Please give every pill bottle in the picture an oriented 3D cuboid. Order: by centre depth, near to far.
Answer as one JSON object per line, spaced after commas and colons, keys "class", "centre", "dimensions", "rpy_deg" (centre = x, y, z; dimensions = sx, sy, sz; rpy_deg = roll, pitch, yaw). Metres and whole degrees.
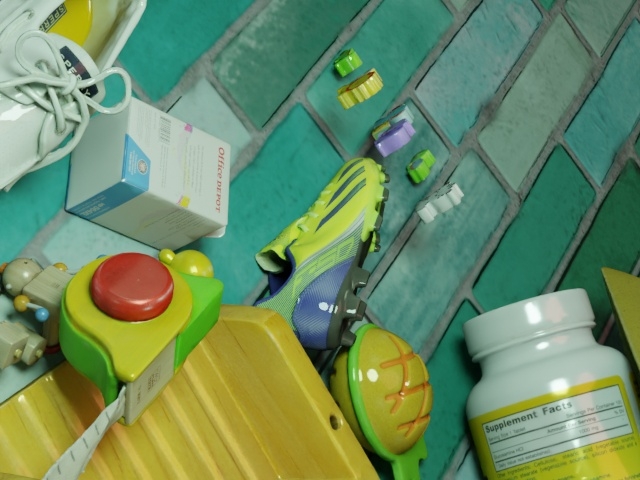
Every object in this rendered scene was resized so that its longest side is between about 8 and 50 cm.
{"class": "pill bottle", "centre": [0.265, 0.230, 1.908], "dimensions": [0.188, 0.188, 0.334], "rpy_deg": [-4, 75, -47]}

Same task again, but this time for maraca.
{"class": "maraca", "centre": [0.069, 0.169, 1.804], "dimensions": [0.186, 0.099, 0.127], "rpy_deg": [64, 32, -30]}

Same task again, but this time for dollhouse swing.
{"class": "dollhouse swing", "centre": [-0.057, 0.200, 1.498], "dimensions": [0.347, 0.305, 0.315], "rpy_deg": [-36, 99, -48]}

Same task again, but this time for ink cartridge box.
{"class": "ink cartridge box", "centre": [-0.154, -0.056, 1.680], "dimensions": [0.143, 0.090, 0.092], "rpy_deg": [26, 54, -38]}

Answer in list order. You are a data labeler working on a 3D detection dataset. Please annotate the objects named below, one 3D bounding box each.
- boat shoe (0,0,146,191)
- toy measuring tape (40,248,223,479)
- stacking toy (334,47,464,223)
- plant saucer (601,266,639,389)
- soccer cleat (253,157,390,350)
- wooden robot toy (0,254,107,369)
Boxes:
{"class": "boat shoe", "centre": [-0.243, -0.136, 1.559], "dimensions": [0.136, 0.156, 0.367], "rpy_deg": [66, 34, -29]}
{"class": "toy measuring tape", "centre": [-0.193, 0.102, 1.463], "dimensions": [0.121, 0.121, 0.330], "rpy_deg": [53, 44, -13]}
{"class": "stacking toy", "centre": [0.082, -0.123, 1.924], "dimensions": [0.167, 0.052, 0.221], "rpy_deg": [55, 9, -14]}
{"class": "plant saucer", "centre": [0.410, 0.219, 1.974], "dimensions": [0.333, 0.081, 0.333], "rpy_deg": [-88, 161, -70]}
{"class": "soccer cleat", "centre": [0.000, -0.001, 1.817], "dimensions": [0.121, 0.093, 0.289], "rpy_deg": [10, 39, 5]}
{"class": "wooden robot toy", "centre": [-0.254, 0.053, 1.561], "dimensions": [0.079, 0.076, 0.173], "rpy_deg": [30, 41, 13]}
